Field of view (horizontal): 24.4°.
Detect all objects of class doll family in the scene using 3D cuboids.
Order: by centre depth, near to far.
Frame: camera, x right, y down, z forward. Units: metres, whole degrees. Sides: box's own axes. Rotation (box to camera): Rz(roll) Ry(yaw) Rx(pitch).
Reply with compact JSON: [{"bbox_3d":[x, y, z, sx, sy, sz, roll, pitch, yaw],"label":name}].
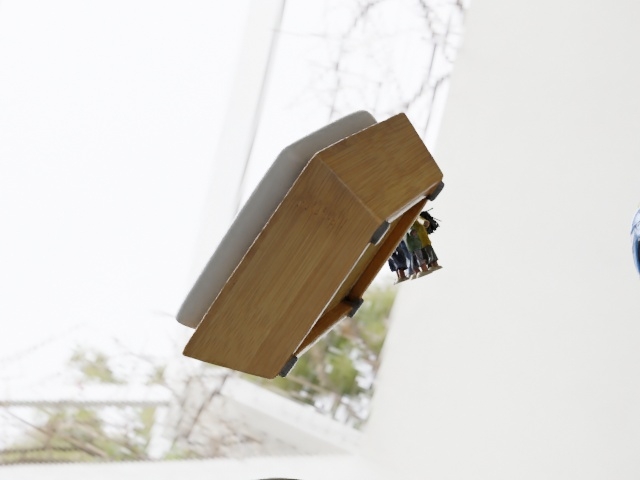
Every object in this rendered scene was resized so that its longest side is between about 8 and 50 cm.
[{"bbox_3d":[0.118,-0.003,2.043,0.076,0.193,0.111,-20,-91,-21],"label":"doll family"}]

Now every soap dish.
[{"bbox_3d":[0.000,0.000,1.411,0.229,0.118,0.291,-56,-8,21],"label":"soap dish"}]

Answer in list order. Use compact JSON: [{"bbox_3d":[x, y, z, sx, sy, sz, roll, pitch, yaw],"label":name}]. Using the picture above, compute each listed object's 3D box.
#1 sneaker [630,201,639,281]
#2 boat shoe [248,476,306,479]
[{"bbox_3d":[0.412,0.049,1.781,0.082,0.069,0.209,-64,-37,-46],"label":"sneaker"},{"bbox_3d":[-0.108,0.364,1.692,0.324,0.116,0.123,-18,-72,-34],"label":"boat shoe"}]
